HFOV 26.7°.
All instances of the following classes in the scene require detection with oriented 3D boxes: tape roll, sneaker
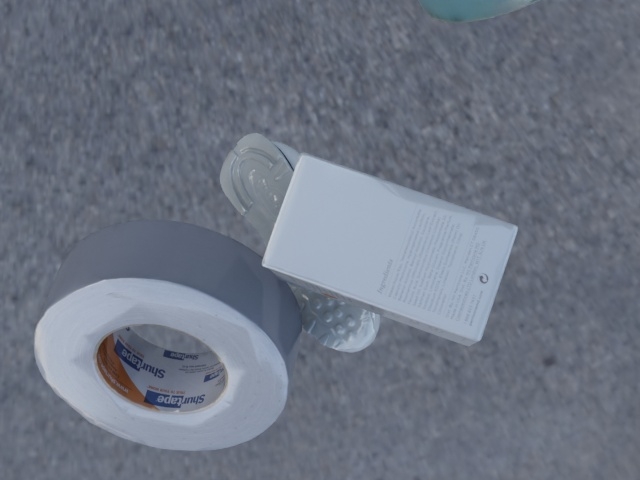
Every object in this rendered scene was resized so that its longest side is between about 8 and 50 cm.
[{"bbox_3d":[-0.128,0.085,1.150,0.219,0.072,0.219,5,134,6],"label":"tape roll"},{"bbox_3d":[0.000,0.000,1.240,0.090,0.235,0.095,-38,152,20],"label":"sneaker"}]

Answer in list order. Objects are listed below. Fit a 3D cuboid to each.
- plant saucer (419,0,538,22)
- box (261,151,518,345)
[{"bbox_3d":[0.164,-0.253,0.762,0.317,0.317,0.044,-41,112,14],"label":"plant saucer"},{"bbox_3d":[0.053,0.010,1.036,0.170,0.130,0.091,20,86,5],"label":"box"}]
